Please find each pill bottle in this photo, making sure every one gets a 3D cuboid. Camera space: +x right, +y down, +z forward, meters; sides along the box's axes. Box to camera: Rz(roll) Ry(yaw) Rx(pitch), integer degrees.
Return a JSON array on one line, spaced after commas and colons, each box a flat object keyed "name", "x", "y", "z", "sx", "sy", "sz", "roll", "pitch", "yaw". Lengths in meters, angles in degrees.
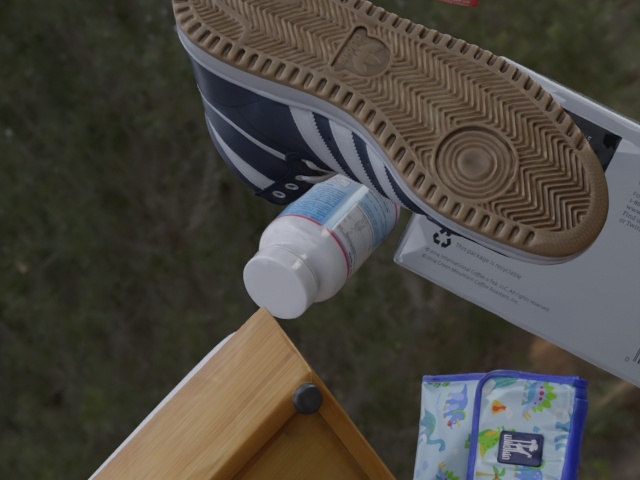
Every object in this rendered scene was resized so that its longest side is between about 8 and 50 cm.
[{"name": "pill bottle", "x": 0.000, "y": 0.000, "z": 1.538, "sx": 0.087, "sy": 0.087, "sz": 0.160, "roll": -33, "pitch": 9, "yaw": 46}]

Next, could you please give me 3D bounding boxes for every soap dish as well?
[{"name": "soap dish", "x": -0.067, "y": 0.231, "z": 1.282, "sx": 0.291, "sy": 0.229, "sz": 0.118, "roll": -46, "pitch": 31, "yaw": -18}]

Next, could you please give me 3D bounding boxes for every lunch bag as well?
[{"name": "lunch bag", "x": 0.152, "y": 0.176, "z": 1.404, "sx": 0.151, "sy": 0.096, "sz": 0.129, "roll": -5, "pitch": 72, "yaw": 45}]

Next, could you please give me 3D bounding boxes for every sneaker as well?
[{"name": "sneaker", "x": 0.040, "y": -0.056, "z": 1.017, "sx": 0.099, "sy": 0.282, "sz": 0.153, "roll": -52, "pitch": -16, "yaw": -21}]

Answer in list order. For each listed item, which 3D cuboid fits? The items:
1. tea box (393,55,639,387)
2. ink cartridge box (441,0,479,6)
[{"name": "tea box", "x": 0.269, "y": -0.015, "z": 1.683, "sx": 0.220, "sy": 0.329, "sz": 0.323, "roll": -63, "pitch": -3, "yaw": 8}, {"name": "ink cartridge box", "x": 0.149, "y": -0.344, "z": 1.639, "sx": 0.218, "sy": 0.092, "sz": 0.158, "roll": 117, "pitch": 165, "yaw": -71}]
